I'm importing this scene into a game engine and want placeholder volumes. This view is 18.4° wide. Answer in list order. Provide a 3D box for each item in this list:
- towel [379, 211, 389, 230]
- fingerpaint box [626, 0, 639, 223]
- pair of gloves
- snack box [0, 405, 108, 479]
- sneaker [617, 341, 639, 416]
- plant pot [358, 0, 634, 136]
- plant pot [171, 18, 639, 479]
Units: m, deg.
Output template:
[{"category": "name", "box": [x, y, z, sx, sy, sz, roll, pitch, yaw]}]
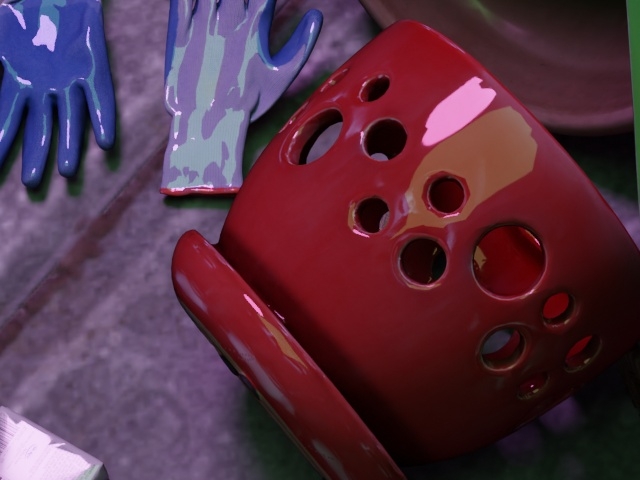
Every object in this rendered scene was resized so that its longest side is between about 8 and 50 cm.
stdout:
[{"category": "towel", "box": [0.000, 0.000, 1.043, 0.083, 0.009, 0.060, 14, 65, 10]}, {"category": "fingerpaint box", "box": [0.307, -0.010, 0.815, 0.371, 0.163, 0.445, 14, 65, -36]}, {"category": "pair of gloves", "box": [-0.099, -0.101, 1.074, 0.198, 0.023, 0.159, 5, 79, 10]}, {"category": "snack box", "box": [-0.179, 0.170, 0.964, 0.064, 0.022, 0.178, 27, 68, 15]}, {"category": "sneaker", "box": [0.275, 0.123, 0.914, 0.153, 0.099, 0.282, -29, 62, -8]}, {"category": "plant pot", "box": [0.155, -0.220, 1.034, 0.263, 0.263, 0.229, 33, 52, 18]}, {"category": "plant pot", "box": [0.035, 0.018, 0.930, 0.174, 0.191, 0.191, -38, 67, -5]}]
